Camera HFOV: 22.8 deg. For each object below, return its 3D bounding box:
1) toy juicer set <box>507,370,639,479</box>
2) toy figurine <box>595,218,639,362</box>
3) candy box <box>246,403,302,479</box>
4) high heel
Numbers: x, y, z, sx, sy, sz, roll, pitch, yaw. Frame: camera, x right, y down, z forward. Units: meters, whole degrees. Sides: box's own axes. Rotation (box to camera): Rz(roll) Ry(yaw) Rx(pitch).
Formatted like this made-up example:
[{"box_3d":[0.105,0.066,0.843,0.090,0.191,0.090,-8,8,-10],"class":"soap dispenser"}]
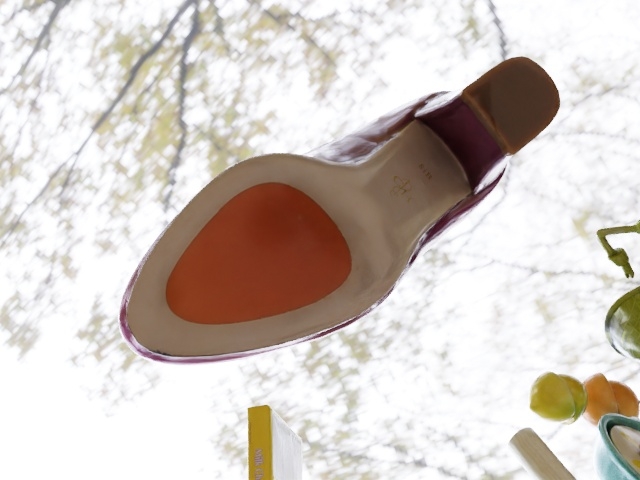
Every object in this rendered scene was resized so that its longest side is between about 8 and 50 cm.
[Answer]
[{"box_3d":[0.282,0.191,1.486,0.209,0.089,0.329,41,-159,15],"class":"toy juicer set"},{"box_3d":[0.447,0.077,1.465,0.362,0.191,0.217,-12,-143,10],"class":"toy figurine"},{"box_3d":[-0.039,0.257,1.387,0.027,0.105,0.206,-7,-116,11],"class":"candy box"},{"box_3d":[0.000,0.000,1.088,0.377,0.181,0.127,-27,-96,-32],"class":"high heel"}]
